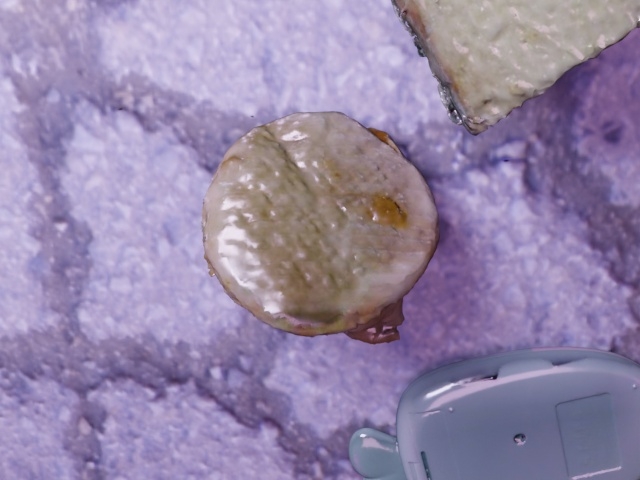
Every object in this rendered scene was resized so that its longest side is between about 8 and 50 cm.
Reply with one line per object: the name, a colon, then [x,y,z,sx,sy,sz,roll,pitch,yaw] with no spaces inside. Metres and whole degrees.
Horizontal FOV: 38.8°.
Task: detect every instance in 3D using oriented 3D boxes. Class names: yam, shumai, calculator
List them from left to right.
shumai: [0.000,0.000,0.749,0.201,0.201,0.120,13,154,-3]
yam: [0.099,-0.249,0.589,0.202,0.201,0.271,-28,115,35]
calculator: [0.176,0.191,0.856,0.299,0.041,0.185,-12,112,6]
